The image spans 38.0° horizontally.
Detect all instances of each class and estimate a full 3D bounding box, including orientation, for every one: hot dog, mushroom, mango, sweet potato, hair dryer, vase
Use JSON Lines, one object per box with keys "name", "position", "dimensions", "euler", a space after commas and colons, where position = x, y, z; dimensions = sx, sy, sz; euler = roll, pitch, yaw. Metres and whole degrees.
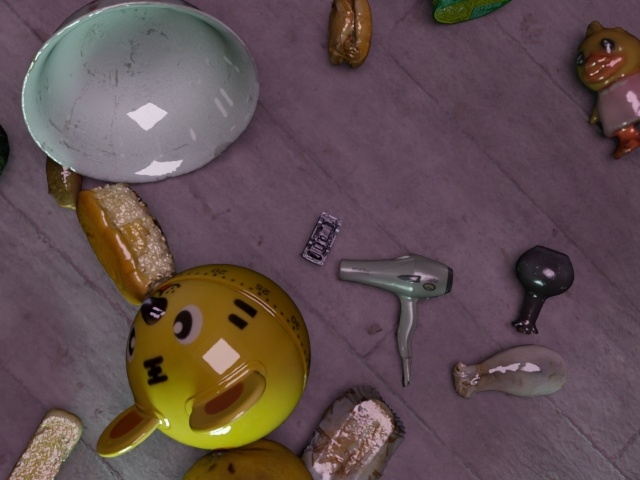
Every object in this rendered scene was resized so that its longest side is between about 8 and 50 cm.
{"name": "hot dog", "position": [0.053, 0.419, 1.847], "dimensions": [0.162, 0.082, 0.270], "euler": [35, 89, 5]}
{"name": "mushroom", "position": [0.385, 0.271, 1.898], "dimensions": [0.225, 0.093, 0.116], "euler": [-2, 106, -13]}
{"name": "mango", "position": [-0.151, 0.594, 1.740], "dimensions": [0.301, 0.220, 0.445], "euler": [7, 95, -6]}
{"name": "hot dog", "position": [-0.539, 0.434, 1.767], "dimensions": [0.084, 0.073, 0.242], "euler": [30, 79, -8]}
{"name": "sweet potato", "position": [-0.501, -0.182, 1.824], "dimensions": [0.077, 0.077, 0.243], "euler": [1, 87, -8]}
{"name": "hair dryer", "position": [0.124, 0.138, 1.890], "dimensions": [0.229, 0.092, 0.267], "euler": [23, 92, 2]}
{"name": "vase", "position": [0.447, 0.105, 1.916], "dimensions": [0.120, 0.120, 0.183], "euler": [18, 97, -6]}

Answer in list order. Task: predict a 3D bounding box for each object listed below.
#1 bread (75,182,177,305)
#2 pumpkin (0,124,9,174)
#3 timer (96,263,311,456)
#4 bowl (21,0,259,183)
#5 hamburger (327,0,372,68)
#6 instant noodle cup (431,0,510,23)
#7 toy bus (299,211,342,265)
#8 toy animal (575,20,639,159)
{"name": "bread", "position": [-0.375, 0.003, 1.780], "dimensions": [0.121, 0.174, 0.245], "euler": [-33, 90, -29]}
{"name": "pumpkin", "position": [-0.680, -0.175, 1.772], "dimensions": [0.167, 0.125, 0.167], "euler": [1, 86, -10]}
{"name": "timer", "position": [-0.202, 0.228, 1.665], "dimensions": [0.376, 0.376, 0.387], "euler": [41, 39, -3]}
{"name": "bowl", "position": [-0.344, -0.323, 1.749], "dimensions": [0.435, 0.435, 0.196], "euler": [-12, 52, -9]}
{"name": "hamburger", "position": [0.058, -0.426, 1.888], "dimensions": [0.083, 0.138, 0.147], "euler": [-1, 79, -7]}
{"name": "instant noodle cup", "position": [0.289, -0.597, 1.918], "dimensions": [0.207, 0.207, 0.232], "euler": [-17, 79, -9]}
{"name": "toy bus", "position": [0.000, 0.000, 1.884], "dimensions": [0.052, 0.058, 0.102], "euler": [26, 77, -4]}
{"name": "toy animal", "position": [0.634, -0.333, 1.952], "dimensions": [0.169, 0.195, 0.281], "euler": [-35, 96, -48]}
